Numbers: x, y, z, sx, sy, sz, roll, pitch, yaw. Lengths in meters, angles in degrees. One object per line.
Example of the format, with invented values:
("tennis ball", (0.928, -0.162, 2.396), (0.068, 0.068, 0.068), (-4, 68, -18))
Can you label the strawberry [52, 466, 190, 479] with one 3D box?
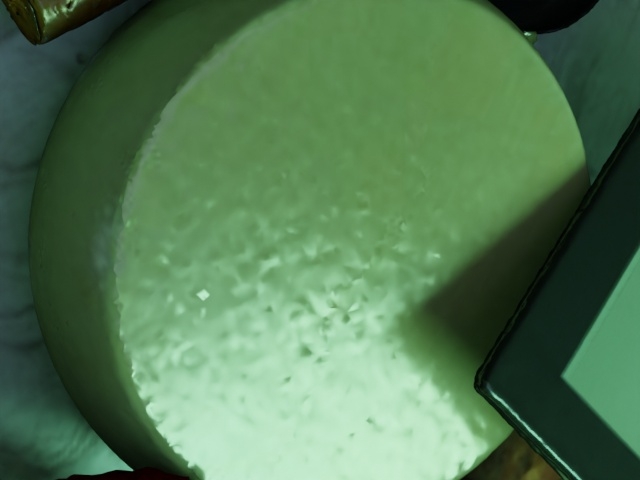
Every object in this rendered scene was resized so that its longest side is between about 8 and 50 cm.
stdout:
("strawberry", (-0.087, 0.231, 0.660), (0.257, 0.257, 0.277), (-59, 142, -6))

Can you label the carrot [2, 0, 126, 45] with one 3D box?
("carrot", (-0.066, -0.137, 0.686), (0.161, 0.055, 0.055), (-37, 117, -19))

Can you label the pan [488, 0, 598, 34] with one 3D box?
("pan", (0.139, -0.194, 0.801), (0.212, 0.040, 0.115), (-42, 118, -8))

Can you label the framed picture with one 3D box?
("framed picture", (0.246, 0.077, 0.796), (0.347, 0.016, 0.265), (44, 65, -22))

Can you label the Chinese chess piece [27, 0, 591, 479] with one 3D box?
("Chinese chess piece", (0.000, 0.000, 0.731), (0.273, 0.102, 0.273), (-7, 105, -28))
